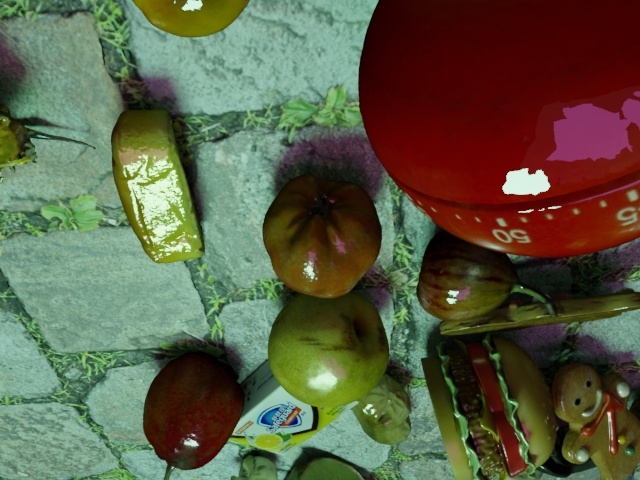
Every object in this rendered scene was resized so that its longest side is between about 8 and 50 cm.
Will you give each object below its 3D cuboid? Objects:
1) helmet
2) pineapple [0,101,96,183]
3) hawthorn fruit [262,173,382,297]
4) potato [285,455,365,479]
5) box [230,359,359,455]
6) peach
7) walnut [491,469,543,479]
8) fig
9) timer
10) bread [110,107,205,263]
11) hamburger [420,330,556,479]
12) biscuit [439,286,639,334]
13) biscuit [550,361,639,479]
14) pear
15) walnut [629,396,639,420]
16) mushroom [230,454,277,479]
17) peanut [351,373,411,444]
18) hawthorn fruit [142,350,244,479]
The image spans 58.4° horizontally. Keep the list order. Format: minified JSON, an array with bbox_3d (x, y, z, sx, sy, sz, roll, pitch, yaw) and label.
[{"bbox_3d":[0.508,0.380,1.212,0.253,0.154,0.199,-19,99,-29],"label":"helmet"},{"bbox_3d":[-0.496,-0.135,0.729,0.334,0.158,0.161,-17,92,7],"label":"pineapple"},{"bbox_3d":[0.000,0.000,0.832,0.189,0.189,0.189,-1,132,-2],"label":"hawthorn fruit"},{"bbox_3d":[-0.033,0.657,1.471,0.269,0.112,0.255,36,125,-27],"label":"potato"},{"bbox_3d":[-0.065,0.327,1.173,0.168,0.097,0.265,29,125,-27],"label":"box"},{"bbox_3d":[-0.141,-0.282,0.598,0.138,0.138,0.138,-1,132,-2],"label":"peach"},{"bbox_3d":[0.446,0.519,1.351,0.162,0.140,0.140,4,133,-21],"label":"walnut"},{"bbox_3d":[0.237,0.048,0.895,0.202,0.148,0.149,-21,122,27],"label":"fig"},{"bbox_3d":[0.219,-0.173,0.542,0.377,0.378,0.279,-25,132,19],"label":"timer"},{"bbox_3d":[-0.227,-0.071,0.805,0.094,0.102,0.246,-9,134,-4],"label":"bread"},{"bbox_3d":[0.320,0.308,1.066,0.212,0.274,0.274,-17,131,8],"label":"hamburger"},{"bbox_3d":[0.372,0.121,0.988,0.339,0.047,0.216,-7,164,2],"label":"biscuit"},{"bbox_3d":[0.561,0.367,1.135,0.205,0.049,0.324,-44,107,-17],"label":"biscuit"},{"bbox_3d":[0.009,0.186,0.979,0.208,0.209,0.209,-1,132,-2],"label":"pear"},{"bbox_3d":[0.776,0.398,1.280,0.207,0.116,0.116,15,130,-26],"label":"walnut"},{"bbox_3d":[-0.164,0.603,1.385,0.122,0.154,0.154,9,132,-18],"label":"mushroom"},{"bbox_3d":[0.135,0.361,1.208,0.120,0.110,0.236,-28,131,-1],"label":"peanut"},{"bbox_3d":[-0.254,0.338,1.099,0.189,0.251,0.190,19,147,13],"label":"hawthorn fruit"}]
